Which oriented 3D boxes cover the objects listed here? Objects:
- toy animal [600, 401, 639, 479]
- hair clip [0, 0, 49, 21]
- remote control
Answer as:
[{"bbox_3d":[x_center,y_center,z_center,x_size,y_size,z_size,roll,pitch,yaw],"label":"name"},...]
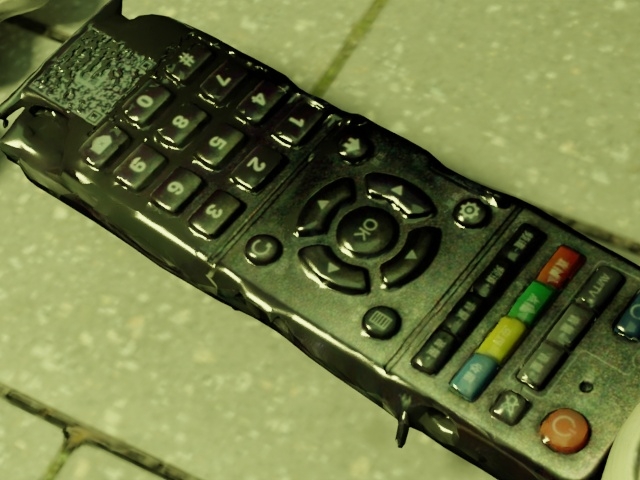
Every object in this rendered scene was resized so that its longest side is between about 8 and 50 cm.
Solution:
[{"bbox_3d":[0.198,0.130,0.647,0.166,0.138,0.179,-31,60,-31],"label":"toy animal"},{"bbox_3d":[-0.255,-0.113,0.937,0.146,0.075,0.257,12,66,20],"label":"hair clip"},{"bbox_3d":[0.000,0.000,0.815,0.399,0.062,0.144,31,67,25],"label":"remote control"}]
